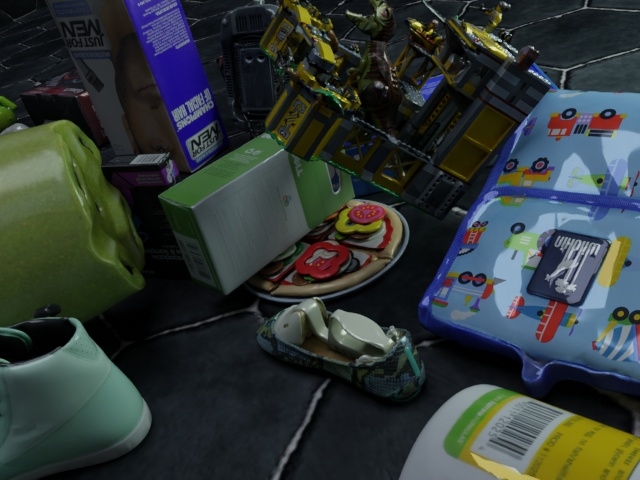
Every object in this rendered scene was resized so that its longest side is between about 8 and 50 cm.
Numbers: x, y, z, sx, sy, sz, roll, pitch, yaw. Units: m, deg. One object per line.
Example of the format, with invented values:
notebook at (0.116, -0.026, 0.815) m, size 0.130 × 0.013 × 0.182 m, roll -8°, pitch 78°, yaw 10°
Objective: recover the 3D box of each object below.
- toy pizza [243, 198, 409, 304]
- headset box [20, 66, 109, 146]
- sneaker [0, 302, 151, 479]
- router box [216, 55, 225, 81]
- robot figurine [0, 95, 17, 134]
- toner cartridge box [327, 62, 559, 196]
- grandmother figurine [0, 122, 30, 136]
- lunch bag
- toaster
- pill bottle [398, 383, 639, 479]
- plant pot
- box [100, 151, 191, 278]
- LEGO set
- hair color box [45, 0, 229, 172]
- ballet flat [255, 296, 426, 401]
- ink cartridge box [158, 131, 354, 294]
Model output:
toy pizza at (0.000, 0.000, 0.760) m, size 0.201 × 0.032 × 0.201 m, roll -12°, pitch 32°, yaw 8°
headset box at (-0.445, -0.298, 1.367) m, size 0.218 × 0.110 × 0.293 m, roll 11°, pitch 41°, yaw 38°
sneaker at (-0.291, 0.143, 0.560) m, size 0.255 × 0.151 × 0.094 m, roll -20°, pitch 33°, yaw -3°
router box at (-0.123, -0.286, 1.183) m, size 0.038 × 0.122 × 0.092 m, roll 4°, pitch 36°, yaw 38°
robot figurine at (-0.718, -0.267, 1.490) m, size 0.115 × 0.067 × 0.101 m, roll 26°, pitch 78°, yaw 48°
toner cartridge box at (0.128, -0.147, 0.891) m, size 0.347 × 0.075 × 0.165 m, roll -13°, pitch 33°, yaw 7°
grandmother figurine at (-0.549, -0.098, 1.118) m, size 0.207 × 0.104 × 0.342 m, roll -6°, pitch 34°, yaw 1°
lunch bag at (0.235, 0.012, 0.570) m, size 0.221 × 0.138 × 0.293 m, roll 13°, pitch 55°, yaw 40°
toaster at (-0.065, -0.265, 1.063) m, size 0.129 × 0.227 × 0.146 m, roll 4°, pitch 20°, yaw 29°
pill bottle at (0.164, 0.170, 0.313) m, size 0.245 × 0.136 × 0.136 m, roll 15°, pitch 43°, yaw 40°
plant pot at (-0.320, 0.013, 0.644) m, size 0.253 × 0.276 × 0.276 m, roll -23°, pitch 32°, yaw -4°
box at (-0.192, -0.024, 0.766) m, size 0.116 × 0.162 × 0.029 m, roll 1°, pitch 39°, yaw 28°
LEGO set at (0.075, -0.193, 0.674) m, size 0.192 × 0.255 × 0.331 m, roll -54°, pitch 17°, yaw 26°
hair color box at (-0.288, -0.280, 1.044) m, size 0.185 × 0.339 × 0.110 m, roll 9°, pitch 41°, yaw 36°
ballet flat at (0.010, 0.083, 0.595) m, size 0.188 × 0.070 × 0.070 m, roll 11°, pitch 41°, yaw 38°
ink cartridge box at (-0.060, -0.046, 0.724) m, size 0.062 × 0.109 × 0.209 m, roll 18°, pitch 44°, yaw 42°
